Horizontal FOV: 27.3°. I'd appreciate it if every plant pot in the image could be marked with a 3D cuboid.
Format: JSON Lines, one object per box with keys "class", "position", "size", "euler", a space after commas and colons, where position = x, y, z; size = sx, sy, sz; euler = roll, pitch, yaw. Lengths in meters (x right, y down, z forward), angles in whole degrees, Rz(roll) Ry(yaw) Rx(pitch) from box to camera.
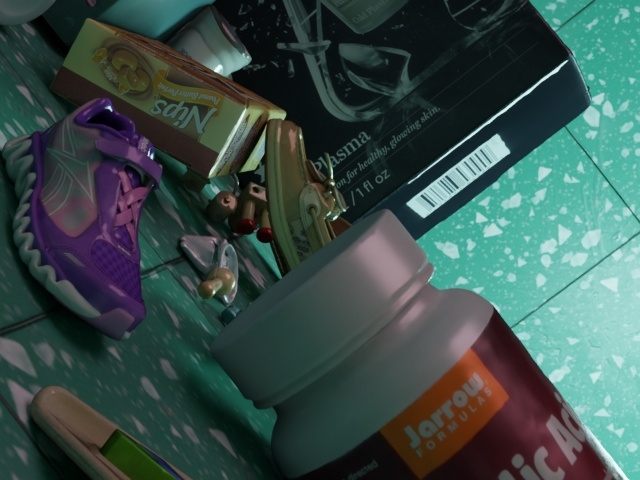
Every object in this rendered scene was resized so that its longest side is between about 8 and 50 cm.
{"class": "plant pot", "position": [-0.250, -0.298, 1.510], "size": [0.165, 0.166, 0.234], "euler": [52, 13, -2]}

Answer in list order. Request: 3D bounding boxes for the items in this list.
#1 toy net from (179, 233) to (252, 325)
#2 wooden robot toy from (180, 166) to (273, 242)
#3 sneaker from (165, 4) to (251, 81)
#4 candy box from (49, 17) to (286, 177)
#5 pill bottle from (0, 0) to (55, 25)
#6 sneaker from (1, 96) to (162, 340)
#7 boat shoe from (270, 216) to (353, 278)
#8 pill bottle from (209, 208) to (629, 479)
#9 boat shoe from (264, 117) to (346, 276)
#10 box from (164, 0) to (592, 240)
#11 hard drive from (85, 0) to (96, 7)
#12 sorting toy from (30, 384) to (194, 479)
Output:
{"class": "toy net", "position": [-0.072, 0.064, 1.277], "size": [0.122, 0.045, 0.232], "euler": [46, 10, -40]}
{"class": "wooden robot toy", "position": [-0.094, -0.028, 1.559], "size": [0.173, 0.079, 0.076], "euler": [25, 51, -19]}
{"class": "sneaker", "position": [-0.183, -0.222, 1.729], "size": [0.111, 0.129, 0.297], "euler": [53, -11, -1]}
{"class": "candy box", "position": [-0.152, -0.150, 1.427], "size": [0.183, 0.087, 0.316], "euler": [29, 6, 3]}
{"class": "pill bottle", "position": [-0.320, -0.289, 1.281], "size": [0.152, 0.086, 0.086], "euler": [56, 8, 23]}
{"class": "sneaker", "position": [-0.160, -0.028, 0.955], "size": [0.095, 0.105, 0.236], "euler": [48, 10, -40]}
{"class": "boat shoe", "position": [0.031, 0.077, 1.569], "size": [0.324, 0.122, 0.120], "euler": [55, 11, 28]}
{"class": "pill bottle", "position": [0.102, 0.181, 1.091], "size": [0.392, 0.224, 0.224], "euler": [51, 7, -4]}
{"class": "boat shoe", "position": [0.000, 0.000, 1.449], "size": [0.104, 0.089, 0.285], "euler": [-73, 151, -76]}
{"class": "box", "position": [0.063, -0.265, 1.972], "size": [0.471, 0.480, 0.297], "euler": [54, 8, 18]}
{"class": "hard drive", "position": [-0.289, -0.291, 1.725], "size": [0.135, 0.022, 0.094], "euler": [54, 8, 14]}
{"class": "sorting toy", "position": [-0.054, 0.169, 0.737], "size": [0.208, 0.038, 0.193], "euler": [36, -8, 48]}
